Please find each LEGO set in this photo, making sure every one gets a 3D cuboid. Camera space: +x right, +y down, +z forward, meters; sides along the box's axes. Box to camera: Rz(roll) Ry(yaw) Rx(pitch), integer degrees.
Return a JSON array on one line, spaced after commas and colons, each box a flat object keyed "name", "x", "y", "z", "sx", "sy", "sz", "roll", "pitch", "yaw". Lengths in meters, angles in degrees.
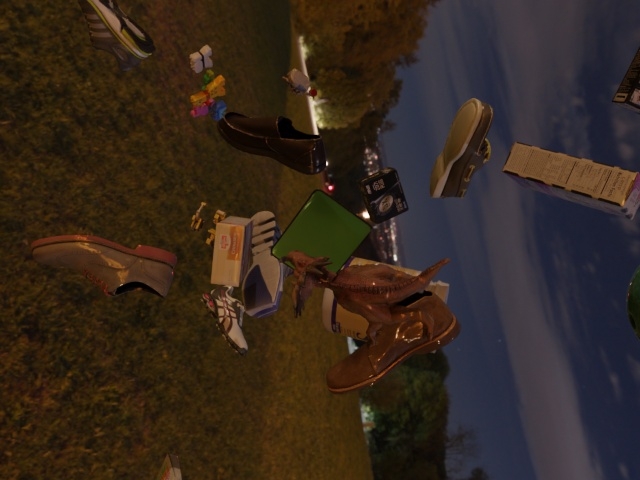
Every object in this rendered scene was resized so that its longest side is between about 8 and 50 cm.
[{"name": "LEGO set", "x": -0.305, "y": -0.377, "z": 1.275, "sx": 0.087, "sy": 0.093, "sz": 0.227, "roll": 49, "pitch": -24, "yaw": 17}]

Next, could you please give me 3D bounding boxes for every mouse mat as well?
[{"name": "mouse mat", "x": 0.000, "y": 0.000, "z": 1.059, "sx": 0.152, "sy": 0.190, "sz": 0.007, "roll": 35, "pitch": 21, "yaw": -8}]

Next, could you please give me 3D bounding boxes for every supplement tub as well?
[{"name": "supplement tub", "x": 0.193, "y": 0.190, "z": 1.446, "sx": 0.241, "sy": 0.331, "sz": 0.241, "roll": 12, "pitch": 90, "yaw": -72}]

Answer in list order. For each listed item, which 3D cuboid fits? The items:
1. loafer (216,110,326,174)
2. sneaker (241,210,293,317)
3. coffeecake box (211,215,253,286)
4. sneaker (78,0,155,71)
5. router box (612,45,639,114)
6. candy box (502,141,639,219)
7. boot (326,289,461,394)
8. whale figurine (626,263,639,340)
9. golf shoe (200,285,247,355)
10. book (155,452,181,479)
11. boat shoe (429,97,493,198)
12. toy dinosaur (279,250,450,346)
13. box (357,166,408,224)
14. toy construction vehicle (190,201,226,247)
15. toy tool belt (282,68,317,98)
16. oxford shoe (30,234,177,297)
[{"name": "loafer", "x": -0.083, "y": -0.195, "z": 0.885, "sx": 0.080, "sy": 0.220, "sz": 0.078, "roll": -55, "pitch": 164, "yaw": -52}, {"name": "sneaker", "x": -0.128, "y": 0.083, "z": 1.454, "sx": 0.182, "sy": 0.127, "sz": 0.316, "roll": 44, "pitch": 36, "yaw": -50}, {"name": "coffeecake box", "x": -0.212, "y": 0.021, "z": 1.201, "sx": 0.185, "sy": 0.068, "sz": 0.142, "roll": -96, "pitch": -166, "yaw": -82}, {"name": "sneaker", "x": -0.592, "y": -0.586, "z": 1.317, "sx": 0.300, "sy": 0.121, "sz": 0.111, "roll": 48, "pitch": 23, "yaw": -6}, {"name": "router box", "x": 0.749, "y": -0.333, "z": 1.067, "sx": 0.046, "sy": 0.178, "sz": 0.133, "roll": -114, "pitch": -137, "yaw": -68}, {"name": "candy box", "x": 0.510, "y": -0.121, "z": 0.988, "sx": 0.159, "sy": 0.233, "sz": 0.071, "roll": 11, "pitch": 104, "yaw": -53}, {"name": "boot", "x": 0.123, "y": 0.204, "z": 1.001, "sx": 0.115, "sy": 0.305, "sz": 0.112, "roll": 52, "pitch": 13, "yaw": -19}, {"name": "whale figurine", "x": 0.444, "y": 0.094, "z": 0.557, "sx": 0.272, "sy": 0.141, "sz": 0.216, "roll": -30, "pitch": 104, "yaw": -67}, {"name": "golf shoe", "x": -0.309, "y": 0.269, "z": 1.698, "sx": 0.273, "sy": 0.120, "sz": 0.105, "roll": 53, "pitch": -15, "yaw": 26}, {"name": "book", "x": -0.461, "y": 0.724, "z": 1.479, "sx": 0.096, "sy": 0.035, "sz": 0.144, "roll": -62, "pitch": -157, "yaw": -8}, {"name": "boat shoe", "x": 0.335, "y": -0.201, "z": 1.128, "sx": 0.305, "sy": 0.091, "sz": 0.109, "roll": 101, "pitch": -4, "yaw": -59}, {"name": "toy dinosaur", "x": 0.055, "y": 0.075, "z": 0.754, "sx": 0.295, "sy": 0.200, "sz": 0.127, "roll": -21, "pitch": -132, "yaw": 62}, {"name": "box", "x": 0.246, "y": -0.177, "z": 1.931, "sx": 0.077, "sy": 0.147, "sz": 0.180, "roll": -136, "pitch": -156, "yaw": -68}, {"name": "toy construction vehicle", "x": -0.300, "y": -0.043, "z": 1.297, "sx": 0.098, "sy": 0.085, "sz": 0.035, "roll": -64, "pitch": 164, "yaw": 1}, {"name": "toy tool belt", "x": -0.051, "y": -0.375, "z": 1.190, "sx": 0.083, "sy": 0.051, "sz": 0.052, "roll": 37, "pitch": 68, "yaw": -28}, {"name": "oxford shoe", "x": -0.549, "y": 0.070, "z": 1.238, "sx": 0.123, "sy": 0.348, "sz": 0.130, "roll": 127, "pitch": -32, "yaw": -64}]
